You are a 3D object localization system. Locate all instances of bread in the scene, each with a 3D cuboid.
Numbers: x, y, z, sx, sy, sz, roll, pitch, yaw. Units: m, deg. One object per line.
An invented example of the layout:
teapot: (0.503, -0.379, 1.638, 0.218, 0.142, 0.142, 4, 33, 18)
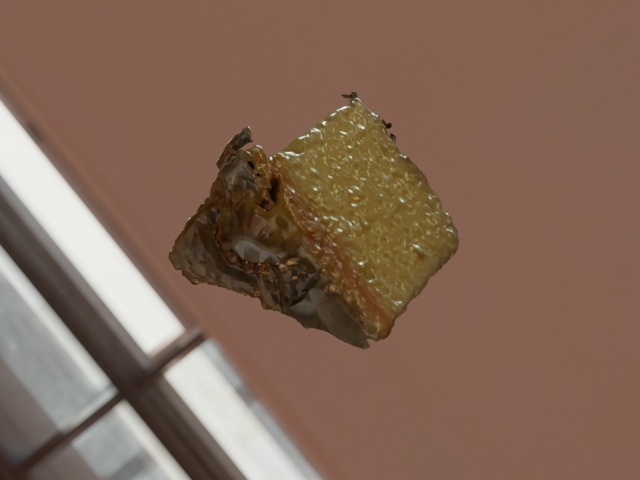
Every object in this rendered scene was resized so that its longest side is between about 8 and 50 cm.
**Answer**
bread: (0.000, 0.000, 1.233, 0.147, 0.152, 0.127, -38, -11, -49)
